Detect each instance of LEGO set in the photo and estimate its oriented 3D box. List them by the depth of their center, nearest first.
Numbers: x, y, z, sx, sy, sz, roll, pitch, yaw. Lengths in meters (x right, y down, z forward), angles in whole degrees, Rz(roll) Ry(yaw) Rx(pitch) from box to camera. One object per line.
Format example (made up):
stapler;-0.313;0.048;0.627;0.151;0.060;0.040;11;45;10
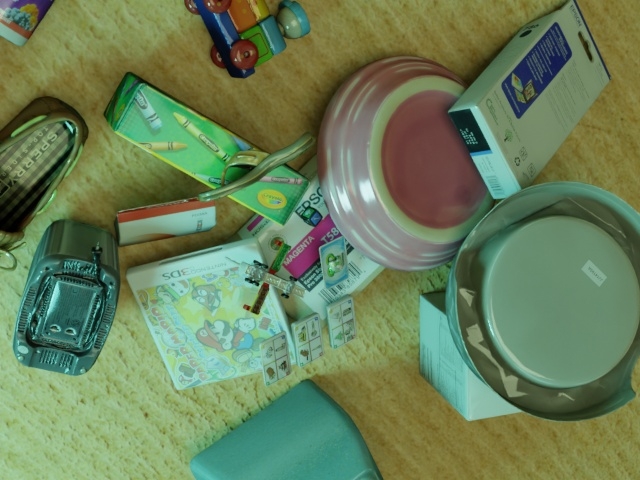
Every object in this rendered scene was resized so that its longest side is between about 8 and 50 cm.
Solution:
LEGO set;-0.038;0.073;1.583;0.182;0.060;0.244;-26;123;-31

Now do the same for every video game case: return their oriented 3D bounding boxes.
video game case;-0.159;0.116;1.617;0.206;0.026;0.227;-14;120;9

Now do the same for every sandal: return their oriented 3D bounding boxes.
sandal;-0.090;-0.105;1.435;0.180;0.072;0.049;-32;95;-8

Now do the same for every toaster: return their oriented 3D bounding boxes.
toaster;-0.358;0.069;1.519;0.129;0.146;0.227;13;115;-17

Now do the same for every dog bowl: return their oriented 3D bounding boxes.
dog bowl;0.344;0.090;1.571;0.349;0.102;0.348;1;85;-15

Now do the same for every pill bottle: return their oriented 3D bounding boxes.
pill bottle;-0.392;-0.369;1.428;0.108;0.108;0.193;34;93;-22

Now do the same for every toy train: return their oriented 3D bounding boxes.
toy train;-0.120;-0.370;1.518;0.143;0.105;0.248;-32;111;-17

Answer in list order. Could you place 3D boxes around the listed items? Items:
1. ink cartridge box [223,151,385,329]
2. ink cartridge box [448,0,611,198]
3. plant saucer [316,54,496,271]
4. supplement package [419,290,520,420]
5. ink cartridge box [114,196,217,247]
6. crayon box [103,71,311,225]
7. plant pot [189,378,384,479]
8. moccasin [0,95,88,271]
ink cartridge box;0.000;0.000;1.655;0.235;0.088;0.193;-45;113;0
ink cartridge box;0.333;-0.226;1.657;0.332;0.065;0.165;-46;115;-34
plant saucer;0.153;-0.119;1.609;0.332;0.084;0.332;2;87;-32
supplement package;0.284;0.173;1.723;0.194;0.203;0.149;-6;105;-16
ink cartridge box;-0.220;-0.028;1.534;0.145;0.179;0.045;-11;90;-13
crayon box;-0.166;-0.133;1.528;0.278;0.165;0.081;29;94;-22
plant pot;-0.008;0.405;1.649;0.248;0.252;0.247;-33;111;-20
moccasin;-0.462;-0.034;1.477;0.380;0.147;0.139;-43;112;-2
